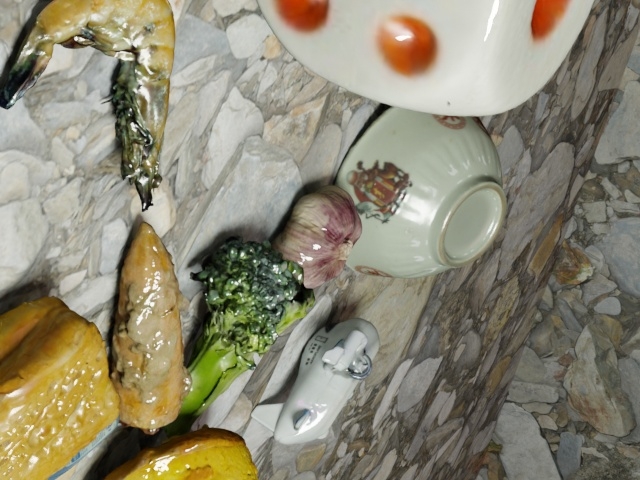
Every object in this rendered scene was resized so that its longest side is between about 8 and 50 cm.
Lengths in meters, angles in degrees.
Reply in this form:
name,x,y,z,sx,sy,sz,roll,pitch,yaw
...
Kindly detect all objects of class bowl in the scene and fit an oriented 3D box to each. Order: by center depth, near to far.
name,x,y,z,sx,sy,sz,roll,pitch,yaw
bowl,0.191,-0.056,1.519,0.337,0.157,0.337,-24,132,-30

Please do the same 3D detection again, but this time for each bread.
name,x,y,z,sx,sy,sz,roll,pitch,yaw
bread,-0.356,0.214,0.886,0.380,0.109,0.185,-41,147,-38
bread,-0.194,0.352,1.267,0.268,0.146,0.268,-26,157,-12

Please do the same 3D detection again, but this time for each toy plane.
name,x,y,z,sx,sy,sz,roll,pitch,yaw
toy plane,0.006,0.236,1.625,0.267,0.122,0.267,-52,173,-9

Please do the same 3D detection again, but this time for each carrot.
name,x,y,z,sx,sy,sz,roll,pitch,yaw
carrot,-0.203,0.095,1.113,0.102,0.102,0.263,-31,135,-49

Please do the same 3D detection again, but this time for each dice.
name,x,y,z,sx,sy,sz,roll,pitch,yaw
dice,0.125,-0.315,1.045,0.304,0.304,0.277,-34,145,-47

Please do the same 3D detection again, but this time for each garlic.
name,x,y,z,sx,sy,sz,roll,pitch,yaw
garlic,0.000,0.000,1.383,0.159,0.102,0.147,-46,153,-31

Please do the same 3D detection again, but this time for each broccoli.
name,x,y,z,sx,sy,sz,roll,pitch,yaw
broccoli,-0.137,0.142,1.259,0.304,0.145,0.165,-60,169,21

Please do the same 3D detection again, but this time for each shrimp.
name,x,y,z,sx,sy,sz,roll,pitch,yaw
shrimp,-0.217,-0.119,0.899,0.198,0.051,0.262,-29,137,-41

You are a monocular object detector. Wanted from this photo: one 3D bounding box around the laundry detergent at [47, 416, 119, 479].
name,x,y,z,sx,sy,sz,roll,pitch,yaw
laundry detergent,-0.314,0.236,1.053,0.206,0.061,0.097,-43,151,-36
